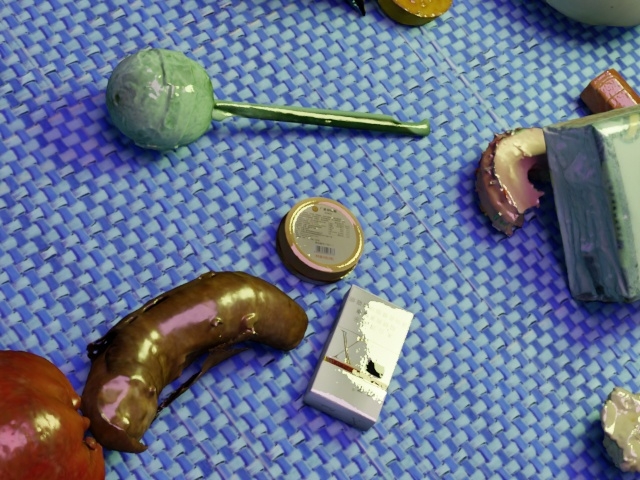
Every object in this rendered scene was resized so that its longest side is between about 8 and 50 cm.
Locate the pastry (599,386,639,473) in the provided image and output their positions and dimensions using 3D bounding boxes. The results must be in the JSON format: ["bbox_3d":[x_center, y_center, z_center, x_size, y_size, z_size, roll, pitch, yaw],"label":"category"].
[{"bbox_3d":[0.442,0.233,1.675,0.258,0.089,0.121,-2,59,-22],"label":"pastry"}]

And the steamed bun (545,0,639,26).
[{"bbox_3d":[0.410,-0.457,1.955,0.324,0.206,0.324,1,86,-16],"label":"steamed bun"}]

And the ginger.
[{"bbox_3d":[-0.145,0.114,1.495,0.133,0.107,0.309,39,51,19],"label":"ginger"}]

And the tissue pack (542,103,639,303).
[{"bbox_3d":[0.452,-0.067,1.782,0.310,0.128,0.228,-16,99,-29],"label":"tissue pack"}]

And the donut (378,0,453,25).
[{"bbox_3d":[0.125,-0.333,1.888,0.108,0.043,0.097,-3,63,-25],"label":"donut"}]

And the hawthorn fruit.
[{"bbox_3d":[-0.342,0.234,1.294,0.299,0.211,0.211,-35,79,-25],"label":"hawthorn fruit"}]

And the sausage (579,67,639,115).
[{"bbox_3d":[0.432,-0.156,1.902,0.065,0.065,0.169,-31,78,-32],"label":"sausage"}]

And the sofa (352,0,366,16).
[{"bbox_3d":[-0.016,-0.434,1.803,0.258,0.182,0.200,8,59,-18],"label":"sofa"}]

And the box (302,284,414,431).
[{"bbox_3d":[0.044,0.134,1.597,0.084,0.040,0.154,27,55,-7],"label":"box"}]

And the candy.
[{"bbox_3d":[-0.052,-0.153,1.699,0.439,0.119,0.119,5,61,-30],"label":"candy"}]

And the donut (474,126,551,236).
[{"bbox_3d":[0.254,-0.088,1.791,0.166,0.065,0.117,-35,82,-35],"label":"donut"}]

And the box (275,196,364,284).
[{"bbox_3d":[0.000,0.000,1.656,0.105,0.037,0.106,10,60,-18],"label":"box"}]
